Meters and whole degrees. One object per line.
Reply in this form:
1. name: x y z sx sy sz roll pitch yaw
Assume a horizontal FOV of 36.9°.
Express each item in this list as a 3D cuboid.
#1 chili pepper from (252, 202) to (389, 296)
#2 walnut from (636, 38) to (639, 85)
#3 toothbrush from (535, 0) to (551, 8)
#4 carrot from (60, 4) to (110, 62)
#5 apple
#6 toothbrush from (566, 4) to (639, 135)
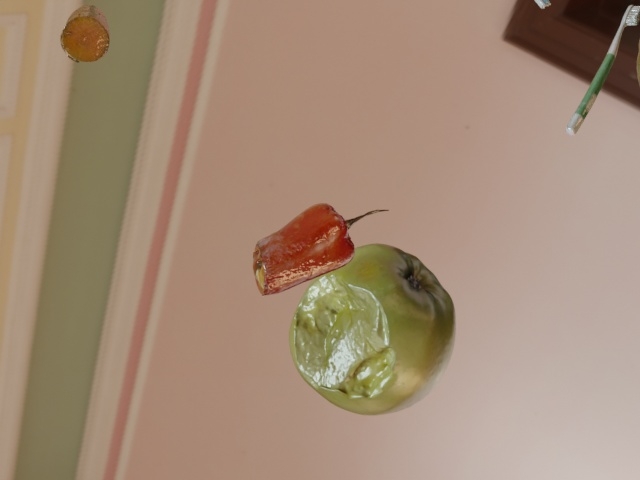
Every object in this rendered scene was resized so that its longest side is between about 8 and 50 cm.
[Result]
1. chili pepper: 0.000 0.000 1.186 0.192 0.086 0.084 -25 -33 -13
2. walnut: 0.573 -0.270 1.359 0.283 0.227 0.283 -7 -66 -16
3. toothbrush: 0.269 -0.380 1.324 0.017 0.162 0.014 -22 -24 -15
4. carrot: -0.239 -0.214 0.981 0.048 0.139 0.048 -4 -69 -11
5. apple: 0.092 0.148 1.567 0.279 0.279 0.279 -32 -38 -29
6. toothbrush: 0.383 -0.233 1.289 0.257 0.024 0.018 -56 -45 -27
